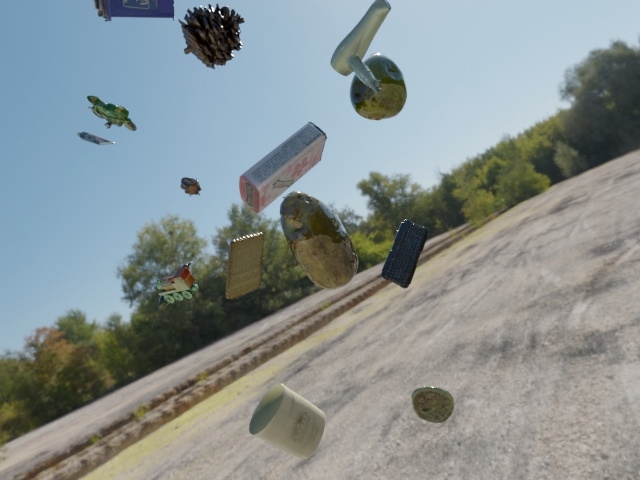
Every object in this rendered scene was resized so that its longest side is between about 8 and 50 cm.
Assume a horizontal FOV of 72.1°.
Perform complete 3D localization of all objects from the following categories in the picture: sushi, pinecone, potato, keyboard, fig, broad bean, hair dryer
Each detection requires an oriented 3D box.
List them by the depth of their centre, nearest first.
[{"bbox_3d":[0.124,-0.459,1.092,0.075,0.237,0.206,10,-40,-35],"label":"hair dryer"},{"bbox_3d":[0.000,0.000,1.141,0.141,0.296,0.192,-23,29,31],"label":"potato"},{"bbox_3d":[0.285,0.039,1.475,0.016,0.106,0.262,107,-170,-56],"label":"keyboard"},{"bbox_3d":[0.201,-0.545,1.560,0.207,0.230,0.207,-8,19,3],"label":"fig"},{"bbox_3d":[-0.465,-0.190,1.579,0.061,0.060,0.118,-21,36,-23],"label":"sushi"},{"bbox_3d":[-0.430,-0.817,1.769,0.257,0.244,0.243,-8,-9,-15],"label":"pinecone"},{"bbox_3d":[-0.641,0.197,1.912,0.065,0.046,0.255,-7,44,33],"label":"broad bean"}]

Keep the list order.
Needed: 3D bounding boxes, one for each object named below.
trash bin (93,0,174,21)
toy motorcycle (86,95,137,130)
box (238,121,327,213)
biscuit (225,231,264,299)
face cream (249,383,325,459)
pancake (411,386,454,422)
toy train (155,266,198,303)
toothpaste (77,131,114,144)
[{"bbox_3d":[-0.591,-0.787,1.388,0.234,0.184,0.163,-7,-47,-24],"label":"trash bin"},{"bbox_3d":[-0.788,-0.478,1.664,0.106,0.190,0.074,105,-171,-62],"label":"toy motorcycle"},{"bbox_3d":[-0.137,-0.278,1.653,0.369,0.112,0.190,-45,-10,-25],"label":"box"},{"bbox_3d":[-0.294,0.099,1.710,0.029,0.255,0.172,23,27,32],"label":"biscuit"},{"bbox_3d":[-0.098,0.595,1.441,0.081,0.349,0.174,6,58,34],"label":"face cream"},{"bbox_3d":[0.266,0.389,1.039,0.108,0.108,0.017,-26,8,28],"label":"pancake"},{"bbox_3d":[-0.553,0.172,1.681,0.175,0.118,0.074,-12,34,26],"label":"toy train"},{"bbox_3d":[-0.945,-0.422,1.829,0.216,0.037,0.062,21,31,30],"label":"toothpaste"}]
